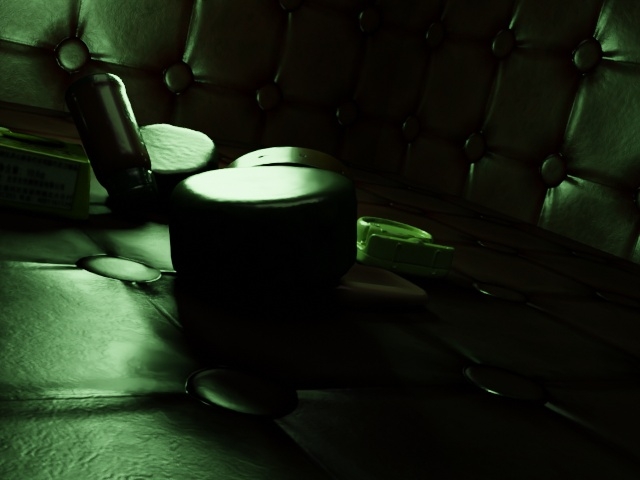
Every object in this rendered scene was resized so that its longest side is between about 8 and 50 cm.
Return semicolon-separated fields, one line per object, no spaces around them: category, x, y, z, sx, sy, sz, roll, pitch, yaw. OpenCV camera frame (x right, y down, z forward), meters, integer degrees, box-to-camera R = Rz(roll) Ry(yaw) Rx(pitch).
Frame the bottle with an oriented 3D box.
bottle;-0.485;-0.219;1.881;0.144;0.336;0.144;-22;-15;-6

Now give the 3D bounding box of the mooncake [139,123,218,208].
mooncake;-0.402;-0.184;2.068;0.283;0.141;0.283;4;33;-3

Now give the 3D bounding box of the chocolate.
chocolate;-0.658;-0.159;1.752;0.300;0.137;0.289;10;12;-23

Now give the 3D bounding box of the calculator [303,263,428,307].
calculator;0.071;0.087;1.648;0.329;0.048;0.220;5;13;-34

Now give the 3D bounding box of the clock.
clock;0.178;0.008;2.031;0.235;0.096;0.308;8;11;-22

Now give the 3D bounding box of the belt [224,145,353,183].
belt;-0.091;-0.105;1.899;0.338;0.217;0.122;-2;27;4

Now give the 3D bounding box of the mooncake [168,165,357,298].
mooncake;-0.107;-0.021;1.505;0.356;0.194;0.356;-2;16;0
